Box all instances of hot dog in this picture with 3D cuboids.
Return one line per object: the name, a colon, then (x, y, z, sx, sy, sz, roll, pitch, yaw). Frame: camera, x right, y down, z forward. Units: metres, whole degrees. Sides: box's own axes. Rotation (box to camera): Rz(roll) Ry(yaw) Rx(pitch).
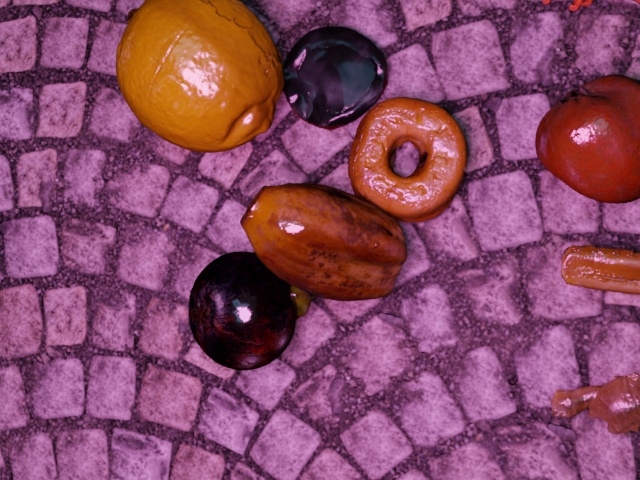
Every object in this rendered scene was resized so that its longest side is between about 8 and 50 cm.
hot dog: (0.554, 0.054, 1.298, 0.289, 0.068, 0.083, 7, 111, 7)

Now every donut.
donut: (0.154, -0.145, 1.362, 0.227, 0.114, 0.226, -1, 86, 9)

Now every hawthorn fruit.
hawthorn fruit: (0.484, -0.146, 1.269, 0.199, 0.199, 0.251, -40, 91, 6)

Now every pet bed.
pet bed: (0.022, -0.303, 1.427, 0.201, 0.053, 0.201, -1, 86, 10)

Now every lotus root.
lotus root: (0.000, -0.008, 1.318, 0.291, 0.193, 0.193, 18, 90, -22)

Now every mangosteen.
mangosteen: (-0.126, 0.122, 1.364, 0.216, 0.216, 0.216, -1, 87, 11)

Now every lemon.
lemon: (-0.210, -0.301, 1.357, 0.297, 0.297, 0.297, -1, 87, 11)

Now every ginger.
ginger: (0.481, 0.285, 1.301, 0.165, 0.067, 0.096, -17, 83, 22)

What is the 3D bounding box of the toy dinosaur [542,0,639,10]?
toy dinosaur: (0.432, -0.465, 1.360, 0.280, 0.055, 0.101, 25, 82, 13)
